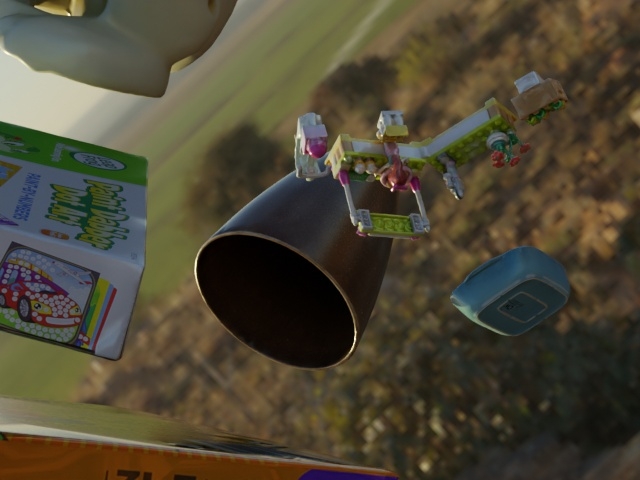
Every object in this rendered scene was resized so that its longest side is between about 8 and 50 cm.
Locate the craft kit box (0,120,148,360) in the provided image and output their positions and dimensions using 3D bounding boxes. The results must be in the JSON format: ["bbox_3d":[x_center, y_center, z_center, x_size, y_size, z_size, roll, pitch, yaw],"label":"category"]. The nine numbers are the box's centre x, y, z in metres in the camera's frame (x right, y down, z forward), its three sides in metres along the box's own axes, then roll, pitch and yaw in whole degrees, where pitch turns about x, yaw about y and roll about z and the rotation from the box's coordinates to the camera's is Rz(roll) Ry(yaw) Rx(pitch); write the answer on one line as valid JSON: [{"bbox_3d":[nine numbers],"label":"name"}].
[{"bbox_3d":[-0.214,-0.025,0.896,0.250,0.246,0.061,-111,39,-74],"label":"craft kit box"}]

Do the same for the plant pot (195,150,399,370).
[{"bbox_3d":[0.000,0.000,2.053,0.215,0.215,0.230,-33,17,49],"label":"plant pot"}]

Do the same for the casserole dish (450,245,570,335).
[{"bbox_3d":[0.221,0.063,1.938,0.114,0.037,0.188,-36,-28,15],"label":"casserole dish"}]

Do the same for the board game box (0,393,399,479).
[{"bbox_3d":[-0.216,0.278,1.043,0.356,0.356,0.356,3,84,58],"label":"board game box"}]

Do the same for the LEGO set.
[{"bbox_3d":[0.118,-0.076,1.738,0.287,0.107,0.132,-9,-36,-5],"label":"LEGO set"}]

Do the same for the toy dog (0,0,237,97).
[{"bbox_3d":[-0.116,-0.325,1.225,0.395,0.284,0.408,7,-72,-53],"label":"toy dog"}]
